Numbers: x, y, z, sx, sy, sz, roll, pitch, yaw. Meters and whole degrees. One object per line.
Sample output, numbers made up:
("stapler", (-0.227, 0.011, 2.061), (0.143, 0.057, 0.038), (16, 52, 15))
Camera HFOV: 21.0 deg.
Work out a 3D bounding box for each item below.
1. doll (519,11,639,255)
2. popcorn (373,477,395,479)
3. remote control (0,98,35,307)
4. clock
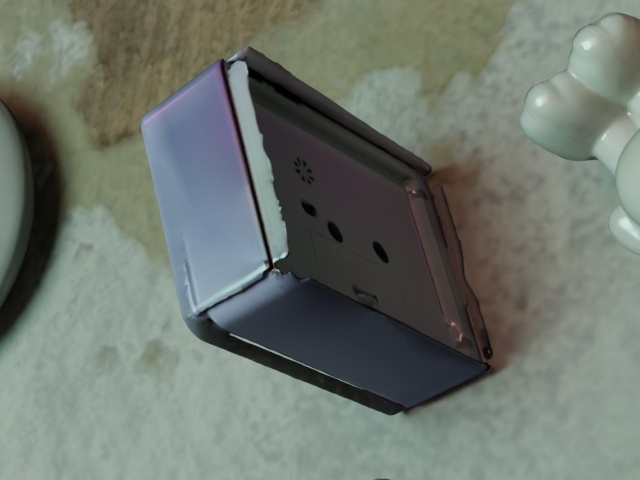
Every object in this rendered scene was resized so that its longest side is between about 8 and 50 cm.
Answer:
("doll", (0.219, -0.016, 0.797), (0.208, 0.144, 0.271), (-39, 57, 30))
("popcorn", (0.032, 0.165, 0.917), (0.068, 0.060, 0.083), (124, 157, -60))
("remote control", (-0.335, 0.010, 1.228), (0.332, 0.103, 0.221), (-26, 64, 27))
("clock", (0.000, -0.001, 0.921), (0.073, 0.193, 0.144), (-31, 55, 25))
